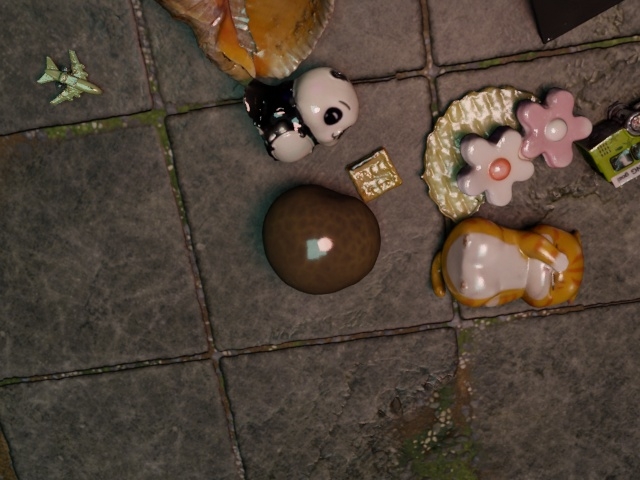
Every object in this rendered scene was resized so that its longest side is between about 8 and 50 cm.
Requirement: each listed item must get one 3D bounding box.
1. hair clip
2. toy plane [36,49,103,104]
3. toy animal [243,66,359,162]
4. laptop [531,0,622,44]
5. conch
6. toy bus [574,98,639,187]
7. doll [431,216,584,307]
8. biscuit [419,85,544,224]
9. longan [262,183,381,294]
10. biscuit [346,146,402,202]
[{"bbox_3d":[0.348,-0.160,1.148,0.257,0.075,0.146,-30,101,6],"label":"hair clip"},{"bbox_3d":[-0.443,-0.284,1.175,0.111,0.040,0.102,21,97,-4],"label":"toy plane"},{"bbox_3d":[-0.023,-0.220,1.126,0.179,0.166,0.138,-16,76,7],"label":"toy animal"},{"bbox_3d":[0.445,-0.420,1.086,0.197,0.016,0.135,-29,140,11],"label":"laptop"},{"bbox_3d":[-0.126,-0.425,1.046,0.297,0.352,0.210,-4,64,13],"label":"conch"},{"bbox_3d":[0.611,-0.205,1.146,0.302,0.113,0.139,-31,105,13],"label":"toy bus"},{"bbox_3d":[0.350,0.045,1.203,0.269,0.162,0.166,6,101,1],"label":"doll"},{"bbox_3d":[0.290,-0.175,1.197,0.273,0.036,0.187,-42,103,14],"label":"biscuit"},{"bbox_3d":[0.000,0.000,1.186,0.212,0.198,0.198,4,109,-16],"label":"longan"},{"bbox_3d":[0.100,-0.121,1.228,0.083,0.018,0.081,-29,106,11],"label":"biscuit"}]
